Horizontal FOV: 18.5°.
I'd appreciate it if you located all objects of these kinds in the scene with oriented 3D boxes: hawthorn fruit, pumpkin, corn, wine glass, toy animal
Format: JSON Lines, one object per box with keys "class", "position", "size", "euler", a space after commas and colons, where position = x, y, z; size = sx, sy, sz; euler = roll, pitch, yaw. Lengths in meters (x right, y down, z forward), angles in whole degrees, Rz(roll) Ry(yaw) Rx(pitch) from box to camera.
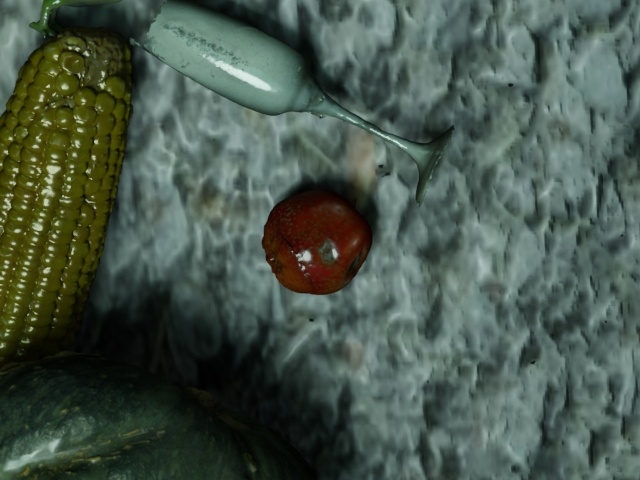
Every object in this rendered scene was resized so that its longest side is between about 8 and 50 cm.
{"class": "hawthorn fruit", "position": [0.000, 0.000, 1.576], "size": [0.093, 0.093, 0.093], "euler": [2, 106, 6]}
{"class": "pumpkin", "position": [-0.166, 0.223, 1.526], "size": [0.328, 0.291, 0.257], "euler": [27, 83, -22]}
{"class": "corn", "position": [-0.225, -0.019, 1.574], "size": [0.119, 0.119, 0.321], "euler": [18, 103, 1]}
{"class": "wine glass", "position": [-0.023, -0.118, 1.548], "size": [0.262, 0.074, 0.074], "euler": [27, 107, -1]}
{"class": "toy animal", "position": [-0.232, -0.201, 1.562], "size": [0.217, 0.041, 0.075], "euler": [8, 105, 8]}
